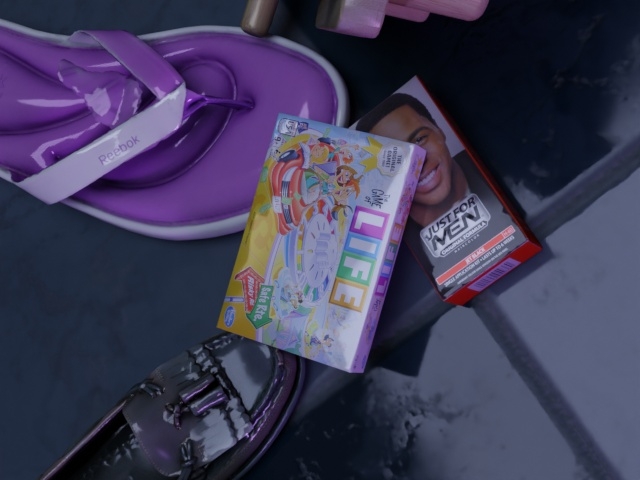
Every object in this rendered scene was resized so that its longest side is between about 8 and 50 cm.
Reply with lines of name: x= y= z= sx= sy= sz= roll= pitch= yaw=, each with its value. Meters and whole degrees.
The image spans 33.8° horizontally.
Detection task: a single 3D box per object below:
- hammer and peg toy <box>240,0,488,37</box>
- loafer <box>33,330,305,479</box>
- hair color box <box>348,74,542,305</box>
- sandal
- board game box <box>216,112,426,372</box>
hammer and peg toy: x=0.037 y=-0.245 z=0.644 sx=0.127 sy=0.361 sz=0.265 roll=12 pitch=100 yaw=-5
loafer: x=-0.126 y=0.155 z=0.755 sx=0.267 sy=0.084 sz=0.096 roll=-41 pitch=68 yaw=13
hair color box: x=0.080 y=-0.034 z=0.716 sx=0.072 sy=0.043 sz=0.141 roll=-38 pitch=68 yaw=16
sandal: x=-0.181 y=-0.097 z=0.810 sx=0.416 sy=0.102 sz=0.169 roll=8 pitch=86 yaw=24
board game box: x=0.000 y=0.000 z=0.707 sx=0.103 sy=0.026 sz=0.154 roll=15 pitch=89 yaw=24
